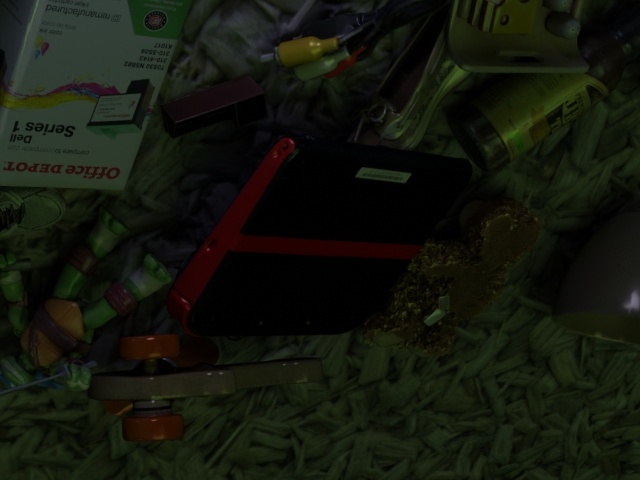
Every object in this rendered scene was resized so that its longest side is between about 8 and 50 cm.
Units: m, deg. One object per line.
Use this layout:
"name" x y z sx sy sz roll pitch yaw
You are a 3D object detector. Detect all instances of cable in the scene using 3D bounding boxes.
"cable" 0.065 -0.256 1.716 0.139 0.287 0.072 8 77 -47

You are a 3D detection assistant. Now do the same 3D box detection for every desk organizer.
"desk organizer" -0.138 -0.168 1.765 0.130 0.050 0.047 -21 131 -17

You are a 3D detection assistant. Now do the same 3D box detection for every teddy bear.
"teddy bear" 0.201 0.054 2.113 0.245 0.113 0.338 4 128 -26

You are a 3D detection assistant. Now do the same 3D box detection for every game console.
"game console" 0.000 0.000 1.856 0.387 0.060 0.342 3 129 -47

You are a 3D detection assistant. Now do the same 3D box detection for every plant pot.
"plant pot" 0.538 0.060 2.226 0.284 0.284 0.190 20 76 -39

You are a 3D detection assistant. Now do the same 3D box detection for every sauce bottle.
"sauce bottle" 0.356 -0.232 1.975 0.344 0.111 0.111 -34 134 -3

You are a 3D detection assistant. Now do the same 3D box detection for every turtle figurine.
"turtle figurine" -0.339 0.086 1.734 0.266 0.198 0.274 -44 137 -2

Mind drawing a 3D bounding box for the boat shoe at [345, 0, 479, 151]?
"boat shoe" 0.112 -0.206 1.863 0.089 0.104 0.285 39 88 -39

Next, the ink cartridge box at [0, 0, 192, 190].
"ink cartridge box" -0.296 -0.203 1.583 0.201 0.117 0.278 1 123 -40

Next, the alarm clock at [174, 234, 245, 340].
"alarm clock" -0.139 0.075 1.936 0.129 0.064 0.192 -26 130 -12

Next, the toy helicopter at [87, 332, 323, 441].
"toy helicopter" -0.163 0.200 1.930 0.355 0.235 0.140 -2 86 -31

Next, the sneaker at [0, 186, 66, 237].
"sneaker" -0.424 -0.022 1.671 0.225 0.092 0.088 -10 127 -26

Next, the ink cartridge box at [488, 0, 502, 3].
"ink cartridge box" 0.164 -0.419 1.634 0.100 0.237 0.172 11 117 -33

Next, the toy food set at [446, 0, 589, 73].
"toy food set" 0.301 -0.369 1.781 0.220 0.092 0.306 -4 117 -28
